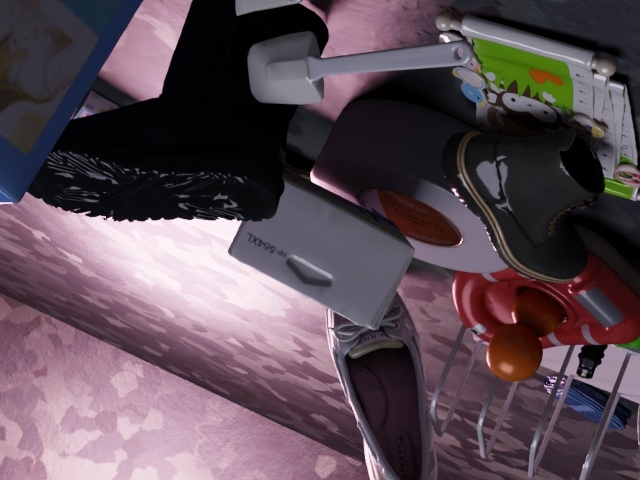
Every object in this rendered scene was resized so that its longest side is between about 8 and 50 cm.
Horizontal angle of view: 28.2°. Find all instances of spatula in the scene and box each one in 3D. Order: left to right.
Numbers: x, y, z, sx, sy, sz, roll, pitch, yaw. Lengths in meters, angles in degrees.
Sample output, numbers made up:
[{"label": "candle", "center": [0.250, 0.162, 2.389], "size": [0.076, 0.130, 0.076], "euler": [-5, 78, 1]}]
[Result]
[{"label": "spatula", "center": [0.015, -0.185, 0.929], "size": [0.019, 0.168, 0.242], "euler": [-16, -167, -43]}]

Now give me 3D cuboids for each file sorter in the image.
[{"label": "file sorter", "center": [0.288, 0.199, 1.563], "size": [0.278, 0.173, 0.193], "euler": [21, 162, 17]}]

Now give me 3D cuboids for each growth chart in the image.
[{"label": "growth chart", "center": [0.191, -0.108, 1.065], "size": [0.172, 0.021, 0.237], "euler": [17, 160, 31]}]

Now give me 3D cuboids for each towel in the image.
[{"label": "towel", "center": [0.368, 0.225, 1.764], "size": [0.119, 0.029, 0.067], "euler": [32, 163, -20]}]

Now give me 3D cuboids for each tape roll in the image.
[{"label": "tape roll", "center": [0.103, -0.051, 1.265], "size": [0.219, 0.072, 0.219], "euler": [24, 163, 8]}]

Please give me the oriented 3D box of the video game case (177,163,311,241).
[{"label": "video game case", "center": [-0.079, -0.043, 1.527], "size": [0.210, 0.042, 0.232], "euler": [23, 161, 4]}]

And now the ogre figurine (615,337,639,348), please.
[{"label": "ogre figurine", "center": [0.388, 0.125, 1.352], "size": [0.197, 0.097, 0.118], "euler": [61, 172, -2]}]

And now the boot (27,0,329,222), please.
[{"label": "boot", "center": [-0.127, -0.122, 1.095], "size": [0.246, 0.207, 0.094], "euler": [4, 146, 14]}]

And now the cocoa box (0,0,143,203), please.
[{"label": "cocoa box", "center": [-0.355, -0.211, 0.976], "size": [0.228, 0.231, 0.347], "euler": [1, 147, 47]}]

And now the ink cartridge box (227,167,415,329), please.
[{"label": "ink cartridge box", "center": [0.000, 0.000, 1.181], "size": [0.148, 0.086, 0.203], "euler": [27, -176, -4]}]

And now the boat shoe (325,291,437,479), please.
[{"label": "boat shoe", "center": [0.080, 0.173, 1.607], "size": [0.118, 0.320, 0.103], "euler": [-9, 161, -4]}]

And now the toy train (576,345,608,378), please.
[{"label": "toy train", "center": [0.304, 0.119, 1.409], "size": [0.027, 0.036, 0.158], "euler": [19, -161, 14]}]

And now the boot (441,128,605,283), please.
[{"label": "boot", "center": [0.213, -0.025, 1.122], "size": [0.137, 0.077, 0.198], "euler": [-2, 148, 49]}]

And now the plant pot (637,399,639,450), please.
[{"label": "plant pot", "center": [0.436, 0.144, 1.100], "size": [0.290, 0.290, 0.195], "euler": [20, -164, 18]}]

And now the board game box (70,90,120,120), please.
[{"label": "board game box", "center": [-0.236, -0.126, 1.598], "size": [0.154, 0.026, 0.103], "euler": [31, 162, -15]}]

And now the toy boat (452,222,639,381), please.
[{"label": "toy boat", "center": [0.221, 0.080, 1.321], "size": [0.151, 0.151, 0.231], "euler": [42, 158, -17]}]
